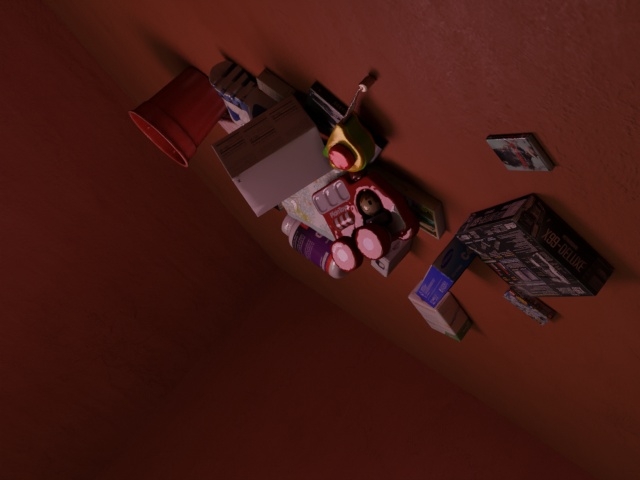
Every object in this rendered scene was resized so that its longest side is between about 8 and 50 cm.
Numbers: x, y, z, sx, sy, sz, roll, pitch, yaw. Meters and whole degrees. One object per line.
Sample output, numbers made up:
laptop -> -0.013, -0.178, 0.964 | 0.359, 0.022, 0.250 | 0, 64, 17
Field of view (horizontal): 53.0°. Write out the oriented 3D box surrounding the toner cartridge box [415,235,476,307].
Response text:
toner cartridge box -> 0.358, 0.073, 1.768 | 0.075, 0.165, 0.348 | 38, 167, 12

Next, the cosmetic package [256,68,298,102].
cosmetic package -> -0.120, -0.419, 1.779 | 0.115, 0.041, 0.060 | 38, 169, 12

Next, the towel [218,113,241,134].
towel -> -0.204, -0.329, 2.348 | 0.332, 0.053, 0.317 | 48, 165, -32

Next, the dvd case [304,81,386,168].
dvd case -> 0.059, -0.298, 1.688 | 0.238, 0.030, 0.179 | 40, 168, 0

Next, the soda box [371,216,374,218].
soda box -> 0.125, -0.080, 2.165 | 0.067, 0.071, 0.210 | 47, 167, -31

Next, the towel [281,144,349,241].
towel -> -0.011, -0.161, 2.016 | 0.374, 0.090, 0.321 | 27, 145, 37

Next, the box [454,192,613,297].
box -> 0.468, 0.024, 1.456 | 0.242, 0.076, 0.307 | 41, 168, -4

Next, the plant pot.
plant pot -> -0.483, -0.449, 2.268 | 0.272, 0.265, 0.272 | 39, 169, 9

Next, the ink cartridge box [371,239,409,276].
ink cartridge box -> 0.233, 0.031, 2.098 | 0.072, 0.127, 0.175 | 40, 168, 15

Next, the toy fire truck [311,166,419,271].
toy fire truck -> 0.114, -0.074, 1.777 | 0.302, 0.169, 0.254 | -29, 92, 53

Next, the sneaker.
sneaker -> -0.195, -0.395, 1.952 | 0.315, 0.127, 0.182 | 45, 173, 14

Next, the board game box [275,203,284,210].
board game box -> -0.221, -0.230, 2.453 | 0.136, 0.030, 0.260 | 35, 156, 33

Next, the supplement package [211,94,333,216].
supplement package -> -0.126, -0.228, 1.767 | 0.145, 0.261, 0.204 | 57, 178, 32

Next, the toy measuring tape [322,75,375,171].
toy measuring tape -> 0.093, -0.252, 1.517 | 0.121, 0.121, 0.330 | 40, 152, 3

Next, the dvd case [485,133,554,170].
dvd case -> 0.375, -0.165, 1.212 | 0.087, 0.013, 0.119 | 46, 166, -23

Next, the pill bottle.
pill bottle -> 0.000, 0.000, 2.585 | 0.323, 0.181, 0.181 | 35, 167, 25

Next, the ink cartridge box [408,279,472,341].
ink cartridge box -> 0.440, 0.257, 2.354 | 0.154, 0.093, 0.212 | 24, 161, 52

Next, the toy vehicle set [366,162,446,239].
toy vehicle set -> 0.229, -0.116, 1.797 | 0.266, 0.035, 0.166 | 34, 166, 28

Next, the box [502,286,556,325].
box -> 0.578, 0.177, 1.784 | 0.137, 0.027, 0.094 | 38, 169, 13
